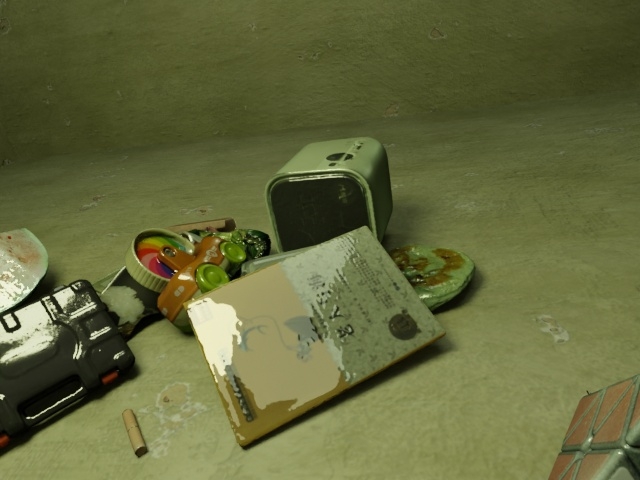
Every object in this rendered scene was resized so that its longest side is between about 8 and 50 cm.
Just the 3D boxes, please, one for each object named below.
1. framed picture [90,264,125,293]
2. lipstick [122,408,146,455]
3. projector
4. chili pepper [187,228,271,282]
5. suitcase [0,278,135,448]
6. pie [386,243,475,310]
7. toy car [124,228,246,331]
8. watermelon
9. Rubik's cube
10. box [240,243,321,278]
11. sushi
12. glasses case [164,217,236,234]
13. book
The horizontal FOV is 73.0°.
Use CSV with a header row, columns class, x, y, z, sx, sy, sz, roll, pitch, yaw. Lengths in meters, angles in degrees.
class,x,y,z,sx,sy,sz,roll,pitch,yaw
framed picture,-0.479,0.105,1.138,0.231,0.010,0.173,12,34,34
lipstick,-0.299,0.305,0.692,0.019,0.019,0.094,-24,32,-26
projector,0.032,-0.094,1.058,0.249,0.248,0.249,-2,27,19
chili pepper,-0.241,0.032,1.123,0.265,0.116,0.148,2,18,19
suitcase,-0.507,0.213,0.761,0.286,0.066,0.206,-29,78,-33
pie,0.219,0.075,0.945,0.241,0.054,0.240,-9,26,4
toy car,-0.299,0.053,0.927,0.235,0.145,0.235,31,29,-19
watermelon,-0.829,0.127,1.090,0.322,0.188,0.175,-47,1,-41
Rubik's cube,0.343,0.260,0.451,0.229,0.233,0.228,18,-29,-27
box,-0.046,0.094,0.902,0.227,0.130,0.162,-12,27,-9
sushi,-0.455,0.157,0.944,0.273,0.134,0.109,-48,25,-25
glasses case,-0.349,-0.017,1.251,0.194,0.070,0.102,-7,7,8
book,-0.012,0.140,0.759,0.389,0.032,0.269,-24,59,-17
